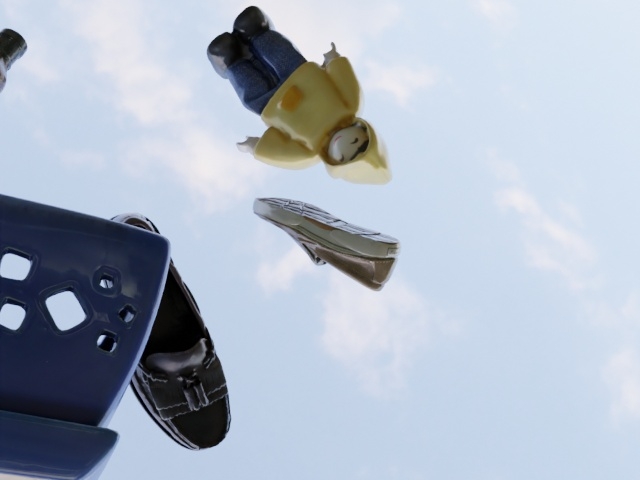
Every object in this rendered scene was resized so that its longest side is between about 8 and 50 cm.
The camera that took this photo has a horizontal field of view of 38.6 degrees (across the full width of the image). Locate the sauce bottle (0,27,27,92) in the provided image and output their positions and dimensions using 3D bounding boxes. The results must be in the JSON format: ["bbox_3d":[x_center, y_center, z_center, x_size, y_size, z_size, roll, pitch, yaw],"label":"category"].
[{"bbox_3d":[-0.278,-0.120,0.723,0.042,0.042,0.128,31,-128,-9],"label":"sauce bottle"}]

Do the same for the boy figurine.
[{"bbox_3d":[-0.025,-0.158,1.122,0.177,0.092,0.285,-41,-116,1],"label":"boy figurine"}]

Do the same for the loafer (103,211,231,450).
[{"bbox_3d":[-0.182,0.110,1.063,0.109,0.095,0.302,-22,-86,-20],"label":"loafer"}]

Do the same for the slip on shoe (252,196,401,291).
[{"bbox_3d":[0.000,0.000,0.724,0.135,0.041,0.051,20,-165,25],"label":"slip on shoe"}]

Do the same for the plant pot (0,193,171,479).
[{"bbox_3d":[-0.271,0.112,0.741,0.236,0.236,0.212,15,-127,-18],"label":"plant pot"}]
